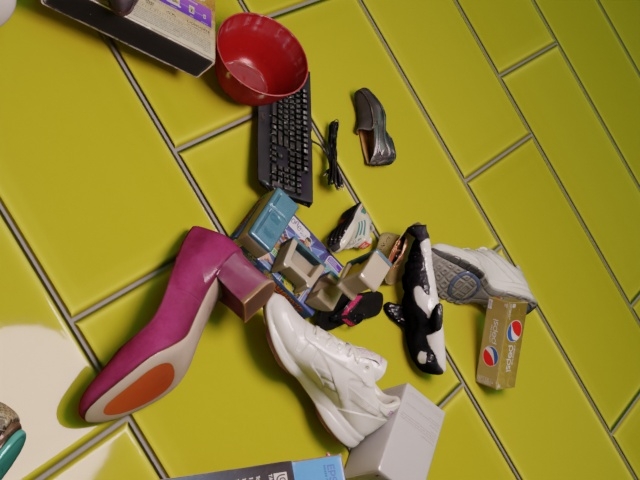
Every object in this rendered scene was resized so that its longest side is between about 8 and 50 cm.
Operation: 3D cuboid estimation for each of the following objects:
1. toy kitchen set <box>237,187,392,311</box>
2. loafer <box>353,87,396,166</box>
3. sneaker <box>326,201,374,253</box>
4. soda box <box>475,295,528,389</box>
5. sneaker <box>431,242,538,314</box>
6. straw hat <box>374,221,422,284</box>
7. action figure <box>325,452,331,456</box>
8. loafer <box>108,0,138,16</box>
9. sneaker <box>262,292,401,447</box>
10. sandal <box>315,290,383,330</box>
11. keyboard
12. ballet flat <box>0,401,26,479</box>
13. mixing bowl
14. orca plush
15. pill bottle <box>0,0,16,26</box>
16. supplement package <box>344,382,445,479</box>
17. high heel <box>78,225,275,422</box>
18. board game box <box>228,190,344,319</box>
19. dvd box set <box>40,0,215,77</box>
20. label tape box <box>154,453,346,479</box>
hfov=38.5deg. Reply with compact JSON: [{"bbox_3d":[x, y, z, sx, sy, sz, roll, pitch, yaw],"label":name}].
[{"bbox_3d":[0.000,0.000,1.565,0.207,0.166,0.122,43,50,-18],"label":"toy kitchen set"},{"bbox_3d":[0.101,-0.233,1.876,0.061,0.062,0.170,-14,79,-38],"label":"loafer"},{"bbox_3d":[0.066,-0.009,1.735,0.075,0.057,0.161,51,31,-13],"label":"sneaker"},{"bbox_3d":[0.367,0.206,1.853,0.061,0.058,0.181,2,100,-39],"label":"soda box"},{"bbox_3d":[0.326,0.069,1.920,0.297,0.111,0.129,27,41,-33],"label":"sneaker"},{"bbox_3d":[0.139,0.014,1.794,0.061,0.145,0.144,25,42,24],"label":"straw hat"},{"bbox_3d":[0.076,0.502,1.407,0.248,0.275,0.370,-34,108,-37],"label":"action figure"},{"bbox_3d":[-0.316,-0.490,1.491,0.109,0.095,0.303,6,52,-9],"label":"loafer"},{"bbox_3d":[0.019,0.198,1.550,0.305,0.152,0.114,55,8,-14],"label":"sneaker"},{"bbox_3d":[0.063,0.127,1.683,0.179,0.040,0.067,-9,112,-44],"label":"sandal"},{"bbox_3d":[-0.032,-0.203,1.747,0.201,0.033,0.317,21,53,-32],"label":"keyboard"},{"bbox_3d":[-0.526,0.371,1.048,0.182,0.164,0.483,25,48,-4],"label":"ballet flat"},{"bbox_3d":[-0.124,-0.314,1.674,0.181,0.098,0.182,15,57,-24],"label":"mixing bowl"},{"bbox_3d":[0.173,0.116,1.751,0.102,0.151,0.287,-6,101,-3],"label":"orca plush"},{"bbox_3d":[-0.531,-0.415,1.353,0.169,0.169,0.302,14,62,-35],"label":"pill bottle"},{"bbox_3d":[0.130,0.360,1.608,0.105,0.105,0.179,41,50,-20],"label":"supplement package"},{"bbox_3d":[-0.257,0.123,1.424,0.181,0.127,0.377,36,50,23],"label":"high heel"},{"bbox_3d":[-0.060,0.025,1.645,0.201,0.035,0.136,47,49,-14],"label":"board game box"},{"bbox_3d":[-0.322,-0.519,1.602,0.307,0.062,0.421,21,52,-37],"label":"dvd box set"},{"bbox_3d":[-0.118,0.439,1.235,0.333,0.106,0.241,-6,59,-9],"label":"label tape box"}]
